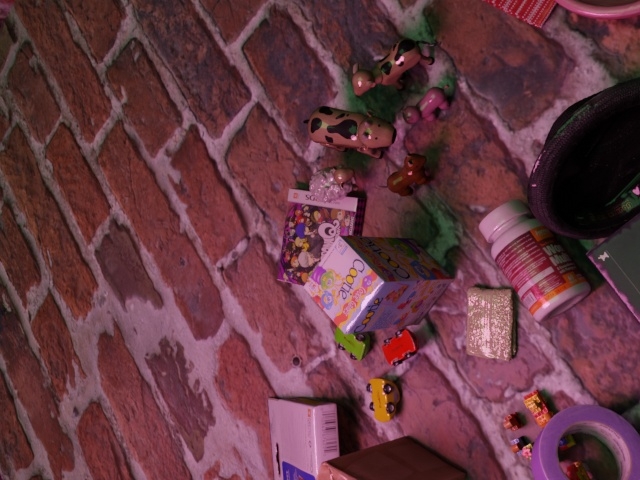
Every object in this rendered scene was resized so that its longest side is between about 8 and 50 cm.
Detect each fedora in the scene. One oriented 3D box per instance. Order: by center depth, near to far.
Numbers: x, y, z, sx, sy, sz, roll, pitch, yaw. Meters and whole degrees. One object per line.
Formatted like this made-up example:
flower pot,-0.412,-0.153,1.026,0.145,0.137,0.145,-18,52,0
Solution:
fedora,0.503,-0.166,1.397,0.334,0.334,0.152,-51,31,25

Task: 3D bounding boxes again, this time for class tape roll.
tape roll,0.479,0.396,1.412,0.189,0.080,0.188,-2,61,3

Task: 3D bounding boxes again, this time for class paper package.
paper package,0.111,0.585,1.602,0.168,0.325,0.309,25,103,35

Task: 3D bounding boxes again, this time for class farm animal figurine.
farm animal figurine,0.105,-0.258,1.700,0.327,0.172,0.330,-5,82,31

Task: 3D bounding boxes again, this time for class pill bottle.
pill bottle,0.406,0.036,1.517,0.121,0.121,0.221,-43,65,29

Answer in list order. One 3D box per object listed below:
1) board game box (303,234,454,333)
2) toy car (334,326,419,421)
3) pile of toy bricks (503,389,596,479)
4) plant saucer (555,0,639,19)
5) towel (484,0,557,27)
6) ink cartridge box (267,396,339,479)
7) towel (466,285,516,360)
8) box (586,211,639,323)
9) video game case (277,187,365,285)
board game box,0.125,0.088,1.635,0.142,0.275,0.144,47,115,28
toy car,0.121,0.255,1.765,0.225,0.053,0.238,37,122,39
pile of toy bricks,0.421,0.404,1.506,0.118,0.105,0.212,-40,66,30
plant saucer,0.551,-0.560,1.429,0.332,0.084,0.331,-2,87,30
towel,0.392,-0.572,1.602,0.275,0.031,0.198,39,110,29
ink cartridge box,-0.036,0.524,1.850,0.307,0.072,0.303,163,102,-69
towel,0.348,0.169,1.617,0.110,0.027,0.148,1,90,37
box,0.678,0.060,1.272,0.312,0.179,0.343,-43,64,27
video game case,0.000,0.000,1.880,0.210,0.042,0.231,11,96,37
